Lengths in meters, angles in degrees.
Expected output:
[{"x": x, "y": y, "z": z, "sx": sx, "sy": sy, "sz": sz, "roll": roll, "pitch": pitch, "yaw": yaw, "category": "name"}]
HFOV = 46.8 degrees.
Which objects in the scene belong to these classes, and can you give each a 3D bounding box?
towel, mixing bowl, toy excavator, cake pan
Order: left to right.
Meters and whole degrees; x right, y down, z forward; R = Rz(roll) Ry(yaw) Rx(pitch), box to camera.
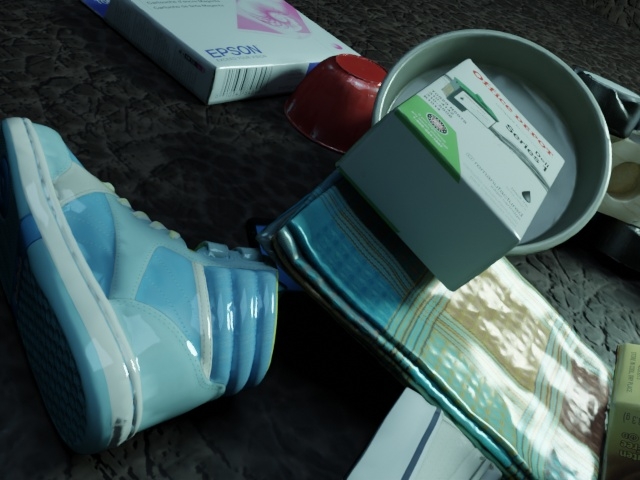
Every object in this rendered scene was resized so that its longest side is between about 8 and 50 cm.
[{"x": 0.047, "y": -0.210, "z": 1.086, "sx": 0.181, "sy": 0.098, "sz": 0.181, "roll": 17, "pitch": 34, "yaw": -11, "category": "mixing bowl"}, {"x": 0.136, "y": 0.065, "z": 0.704, "sx": 0.370, "sy": 0.040, "sz": 0.271, "roll": 45, "pitch": 36, "yaw": -1, "category": "towel"}, {"x": 0.200, "y": -0.115, "z": 0.890, "sx": 0.293, "sy": 0.054, "sz": 0.293, "roll": 2, "pitch": 71, "yaw": -7, "category": "cake pan"}, {"x": 0.475, "y": -0.142, "z": 1.172, "sx": 0.433, "sy": 0.222, "sz": 0.445, "roll": 19, "pitch": 25, "yaw": -9, "category": "toy excavator"}]

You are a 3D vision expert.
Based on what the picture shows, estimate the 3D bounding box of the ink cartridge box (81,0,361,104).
[{"x": -0.154, "y": -0.340, "z": 1.178, "sx": 0.330, "sy": 0.071, "sz": 0.324, "roll": 42, "pitch": 38, "yaw": 24, "category": "ink cartridge box"}]

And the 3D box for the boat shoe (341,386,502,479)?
[{"x": 0.048, "y": 0.236, "z": 0.445, "sx": 0.156, "sy": 0.135, "sz": 0.367, "roll": 34, "pitch": 25, "yaw": 10, "category": "boat shoe"}]

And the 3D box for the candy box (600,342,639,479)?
[{"x": 0.368, "y": 0.195, "z": 0.527, "sx": 0.317, "sy": 0.182, "sz": 0.087, "roll": 7, "pitch": 30, "yaw": 23, "category": "candy box"}]

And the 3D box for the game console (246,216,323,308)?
[{"x": 0.000, "y": 0.000, "z": 0.778, "sx": 0.085, "sy": 0.124, "sz": 0.144, "roll": 34, "pitch": 24, "yaw": -34, "category": "game console"}]

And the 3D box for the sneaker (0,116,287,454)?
[{"x": -0.151, "y": 0.016, "z": 0.629, "sx": 0.208, "sy": 0.127, "sz": 0.319, "roll": -7, "pitch": 53, "yaw": -35, "category": "sneaker"}]

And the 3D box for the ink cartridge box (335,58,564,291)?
[{"x": 0.137, "y": -0.075, "z": 0.727, "sx": 0.160, "sy": 0.092, "sz": 0.219, "roll": 47, "pitch": 37, "yaw": 0, "category": "ink cartridge box"}]
